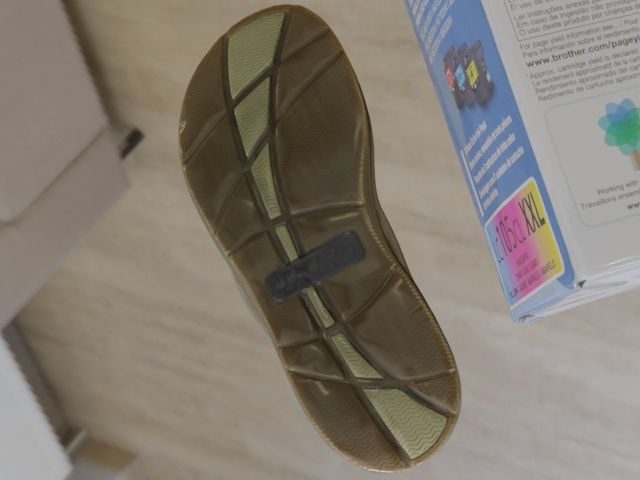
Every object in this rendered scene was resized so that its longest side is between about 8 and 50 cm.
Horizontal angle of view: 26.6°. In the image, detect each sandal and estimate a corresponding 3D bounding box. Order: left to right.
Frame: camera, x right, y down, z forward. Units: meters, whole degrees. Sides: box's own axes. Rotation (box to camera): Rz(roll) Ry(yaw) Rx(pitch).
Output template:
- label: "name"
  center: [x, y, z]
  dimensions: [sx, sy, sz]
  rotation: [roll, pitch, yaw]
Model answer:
- label: "sandal"
  center: [0.000, 0.000, 0.495]
  dimensions: [0.049, 0.072, 0.180]
  rotation: [52, -165, -74]

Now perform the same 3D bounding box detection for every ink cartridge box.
- label: "ink cartridge box"
  center: [0.194, -0.178, 0.846]
  dimensions: [0.151, 0.270, 0.395]
  rotation: [129, 125, -74]
